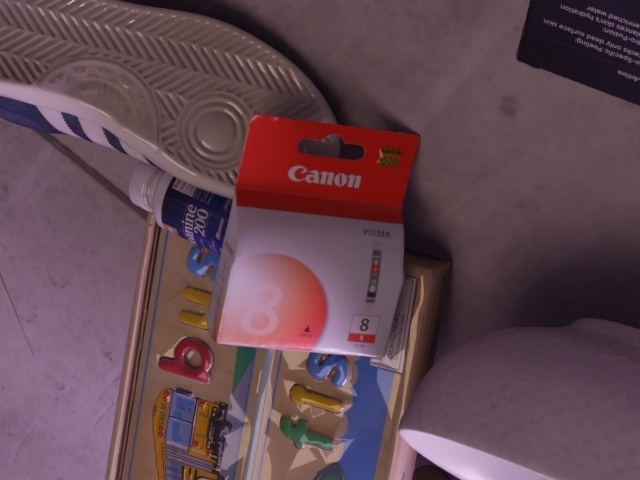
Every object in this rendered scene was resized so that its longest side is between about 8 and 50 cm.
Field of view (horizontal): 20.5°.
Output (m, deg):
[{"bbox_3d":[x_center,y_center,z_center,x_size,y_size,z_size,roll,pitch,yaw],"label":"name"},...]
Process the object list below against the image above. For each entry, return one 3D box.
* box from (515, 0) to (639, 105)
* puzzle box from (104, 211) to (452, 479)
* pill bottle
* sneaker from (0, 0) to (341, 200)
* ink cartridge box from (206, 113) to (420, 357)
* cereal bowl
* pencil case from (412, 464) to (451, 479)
[{"bbox_3d":[0.224,-0.170,1.129,0.156,0.093,0.158,23,137,14],"label":"box"},{"bbox_3d":[-0.054,0.181,1.524,0.272,0.052,0.409,14,102,23],"label":"puzzle box"},{"bbox_3d":[-0.096,-0.030,1.453,0.120,0.067,0.067,24,138,23],"label":"pill bottle"},{"bbox_3d":[-0.152,-0.125,1.426,0.350,0.131,0.148,23,173,-4],"label":"sneaker"},{"bbox_3d":[0.000,0.000,1.372,0.145,0.045,0.179,6,112,-20],"label":"ink cartridge box"},{"bbox_3d":[0.239,0.157,1.346,0.339,0.141,0.339,25,169,5],"label":"cereal bowl"},{"bbox_3d":[0.217,0.331,1.531,0.410,0.183,0.160,20,101,27],"label":"pencil case"}]
